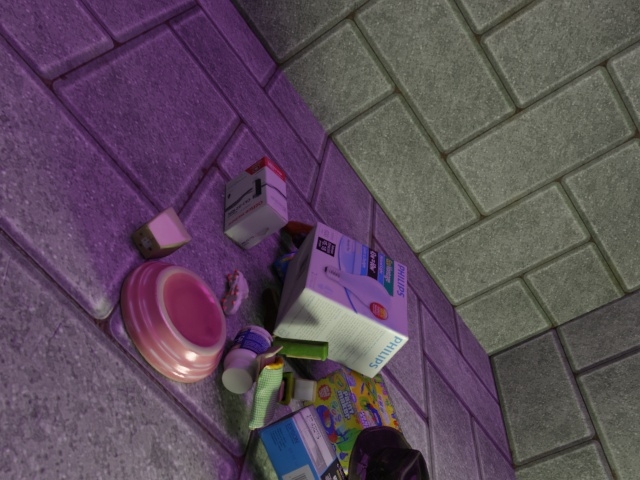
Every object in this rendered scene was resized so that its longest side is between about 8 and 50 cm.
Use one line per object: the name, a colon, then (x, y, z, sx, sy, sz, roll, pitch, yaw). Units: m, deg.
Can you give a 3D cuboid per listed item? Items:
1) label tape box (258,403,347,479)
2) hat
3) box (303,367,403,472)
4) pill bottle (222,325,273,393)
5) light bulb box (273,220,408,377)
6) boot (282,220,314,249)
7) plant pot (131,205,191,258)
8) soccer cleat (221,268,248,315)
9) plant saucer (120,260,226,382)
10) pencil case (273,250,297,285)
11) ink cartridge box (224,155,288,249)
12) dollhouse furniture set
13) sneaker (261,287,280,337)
label tape box: (-0.026, 0.575, 1.640, 0.240, 0.106, 0.334, 64, 9, 11)
hat: (0.220, 0.662, 1.683, 0.331, 0.134, 0.331, 24, 48, -31)
box: (0.113, 0.583, 1.945, 0.279, 0.177, 0.289, 27, 38, -55)
pill bottle: (-0.202, 0.326, 1.662, 0.112, 0.112, 0.186, 54, 21, -15)
light bulb box: (0.076, 0.187, 1.963, 0.361, 0.225, 0.357, 26, 35, -13)
boot: (0.000, 0.000, 2.348, 0.280, 0.264, 0.096, -135, -130, -71)
plant pot: (-0.432, -0.012, 1.614, 0.109, 0.109, 0.096, 59, 33, -1)
soccer cleat: (-0.249, 0.166, 1.840, 0.076, 0.068, 0.196, 52, 19, -28)
plant saucer: (-0.351, 0.191, 1.544, 0.332, 0.084, 0.332, 48, 23, -28)
pencil case: (-0.052, 0.181, 2.177, 0.306, 0.133, 0.119, 62, 26, 8)
ink cartridge box: (-0.224, -0.131, 2.107, 0.114, 0.197, 0.272, 41, 27, -37)
dollhouse furniture set: (-0.077, 0.380, 1.627, 0.301, 0.151, 0.197, 12, 84, -83)
sneaker: (-0.143, 0.239, 1.979, 0.071, 0.066, 0.188, 41, 28, -42)
